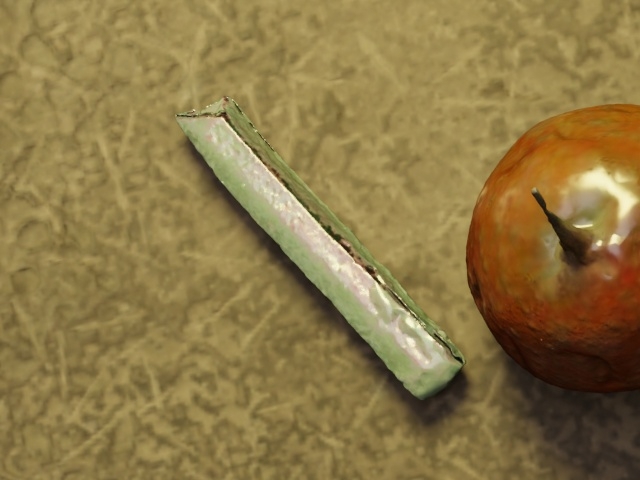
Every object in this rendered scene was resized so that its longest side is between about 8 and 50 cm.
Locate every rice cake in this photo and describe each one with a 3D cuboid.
[{"bbox_3d":[-0.001,0.000,1.049,0.033,0.033,0.207,-46,75,13],"label":"rice cake"}]

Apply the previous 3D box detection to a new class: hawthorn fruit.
[{"bbox_3d":[0.137,0.014,0.951,0.149,0.189,0.149,5,113,11],"label":"hawthorn fruit"}]
